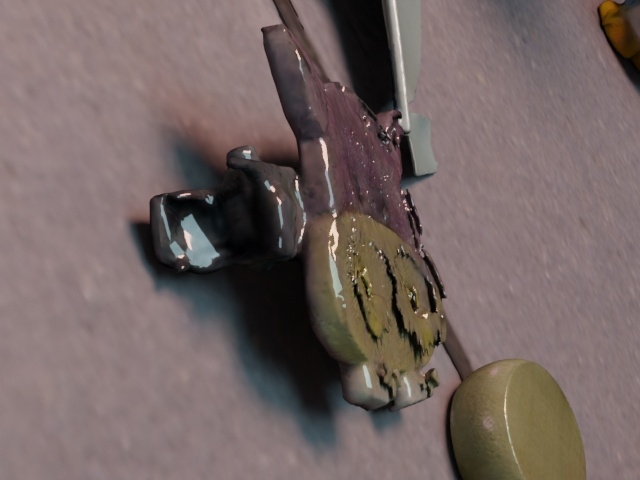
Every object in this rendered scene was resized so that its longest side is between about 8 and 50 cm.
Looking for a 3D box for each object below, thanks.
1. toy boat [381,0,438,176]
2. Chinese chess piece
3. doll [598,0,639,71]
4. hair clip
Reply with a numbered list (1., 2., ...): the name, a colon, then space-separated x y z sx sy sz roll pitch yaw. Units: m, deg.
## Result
1. toy boat: 0.045 -0.176 0.644 0.220 0.067 0.291 34 45 -74
2. Chinese chess piece: 0.095 0.099 0.574 0.084 0.034 0.084 34 44 -41
3. doll: 0.393 -0.247 1.015 0.177 0.314 0.141 25 45 -49
4. hair clip: 0.007 -0.002 0.493 0.187 0.056 0.146 10 67 -58
